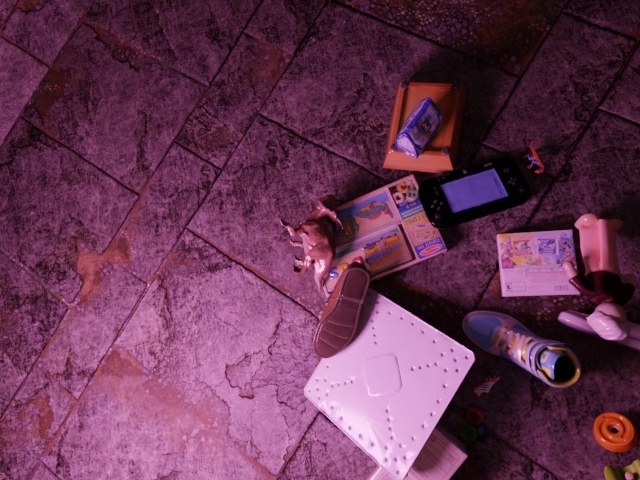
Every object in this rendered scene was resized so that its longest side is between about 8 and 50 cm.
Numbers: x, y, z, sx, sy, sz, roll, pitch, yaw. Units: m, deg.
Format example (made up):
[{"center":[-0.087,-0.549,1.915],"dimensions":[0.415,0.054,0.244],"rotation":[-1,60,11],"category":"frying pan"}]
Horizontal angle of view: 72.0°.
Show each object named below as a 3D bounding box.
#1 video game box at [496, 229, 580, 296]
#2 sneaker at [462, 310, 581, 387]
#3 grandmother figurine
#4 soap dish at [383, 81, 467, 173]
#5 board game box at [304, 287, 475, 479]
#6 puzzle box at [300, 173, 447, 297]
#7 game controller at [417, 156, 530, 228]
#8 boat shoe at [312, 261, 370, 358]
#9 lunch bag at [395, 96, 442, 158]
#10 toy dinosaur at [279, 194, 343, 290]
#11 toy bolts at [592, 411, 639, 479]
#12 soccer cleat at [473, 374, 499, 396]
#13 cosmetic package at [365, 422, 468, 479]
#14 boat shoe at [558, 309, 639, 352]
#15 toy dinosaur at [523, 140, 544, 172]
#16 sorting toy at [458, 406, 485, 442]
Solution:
[{"center":[0.630,0.068,1.287],"dimensions":[0.205,0.048,0.187],"rotation":[-3,81,13],"category":"video game box"},{"center":[0.543,0.282,1.186],"dimensions":[0.319,0.208,0.127],"rotation":[24,88,18],"category":"sneaker"},{"center":[0.746,0.095,1.165],"dimensions":[0.207,0.104,0.342],"rotation":[7,62,5],"category":"grandmother figurine"},{"center":[0.332,-0.368,1.405],"dimensions":[0.228,0.118,0.291],"rotation":[9,82,16],"category":"soap dish"},{"center":[0.186,0.393,1.273],"dimensions":[0.390,0.050,0.390],"rotation":[30,88,39],"category":"board game box"},{"center":[0.163,-0.010,1.418],"dimensions":[0.408,0.052,0.272],"rotation":[-23,76,9],"category":"puzzle box"},{"center":[0.462,-0.146,1.336],"dimensions":[0.319,0.067,0.167],"rotation":[-17,78,-1],"category":"game controller"},{"center":[0.068,0.212,1.345],"dimensions":[0.110,0.104,0.307],"rotation":[26,99,-7],"category":"boat shoe"},{"center":[0.282,-0.326,1.269],"dimensions":[0.096,0.151,0.129],"rotation":[33,88,18],"category":"lunch bag"},{"center":[0.000,0.000,1.372],"dimensions":[0.200,0.127,0.296],"rotation":[-15,82,4],"category":"toy dinosaur"},{"center":[0.839,0.563,1.125],"dimensions":[0.228,0.158,0.218],"rotation":[-21,35,20],"category":"toy bolts"},{"center":[0.483,0.420,1.272],"dimensions":[0.083,0.029,0.036],"rotation":[-33,83,10],"category":"soccer cleat"},{"center":[0.254,0.656,1.242],"dimensions":[0.160,0.113,0.309],"rotation":[39,91,18],"category":"cosmetic package"},{"center":[0.792,0.230,1.192],"dimensions":[0.267,0.096,0.088],"rotation":[19,81,16],"category":"boat shoe"},{"center":[0.647,-0.241,1.326],"dimensions":[0.047,0.090,0.082],"rotation":[-17,32,1],"category":"toy dinosaur"},{"center":[0.440,0.527,1.260],"dimensions":[0.061,0.042,0.102],"rotation":[24,99,32],"category":"sorting toy"}]
